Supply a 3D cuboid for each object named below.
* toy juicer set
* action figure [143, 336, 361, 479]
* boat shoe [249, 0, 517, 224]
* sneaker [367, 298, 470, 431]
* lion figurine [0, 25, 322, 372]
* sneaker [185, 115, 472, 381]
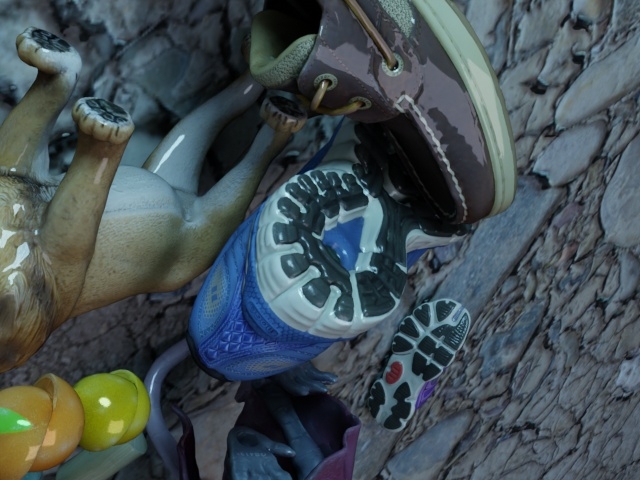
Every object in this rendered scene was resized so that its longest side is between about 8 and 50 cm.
[{"bbox_3d":[-0.216,0.142,0.762,0.209,0.089,0.329,-31,169,-6],"label":"toy juicer set"},{"bbox_3d":[-0.070,0.297,0.903,0.248,0.276,0.370,-19,123,-39],"label":"action figure"},{"bbox_3d":[0.007,-0.132,0.683,0.123,0.123,0.342,-36,121,-9],"label":"boat shoe"},{"bbox_3d":[0.109,0.129,1.207,0.071,0.068,0.170,-20,145,-58],"label":"sneaker"},{"bbox_3d":[-0.140,-0.010,0.726,0.392,0.142,0.240,-6,133,-51],"label":"lion figurine"},{"bbox_3d":[0.000,0.000,0.785,0.147,0.129,0.330,-36,180,29],"label":"sneaker"}]
